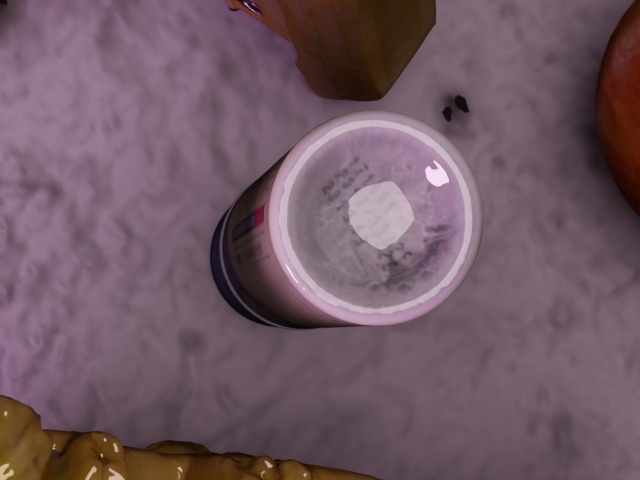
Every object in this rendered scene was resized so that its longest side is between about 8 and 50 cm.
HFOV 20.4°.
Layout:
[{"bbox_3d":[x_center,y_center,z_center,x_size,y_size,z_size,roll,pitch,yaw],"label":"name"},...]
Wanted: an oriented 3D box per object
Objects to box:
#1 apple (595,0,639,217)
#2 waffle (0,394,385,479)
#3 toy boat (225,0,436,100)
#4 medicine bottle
[{"bbox_3d":[0.175,-0.046,0.652,0.146,0.146,0.146,1,86,-8],"label":"apple"},{"bbox_3d":[-0.034,0.130,0.553,0.324,0.261,0.151,13,77,-10],"label":"waffle"},{"bbox_3d":[-0.004,-0.107,0.609,0.077,0.200,0.057,35,80,15],"label":"toy boat"},{"bbox_3d":[0.000,0.000,0.579,0.059,0.231,0.059,1,86,-8],"label":"medicine bottle"}]
